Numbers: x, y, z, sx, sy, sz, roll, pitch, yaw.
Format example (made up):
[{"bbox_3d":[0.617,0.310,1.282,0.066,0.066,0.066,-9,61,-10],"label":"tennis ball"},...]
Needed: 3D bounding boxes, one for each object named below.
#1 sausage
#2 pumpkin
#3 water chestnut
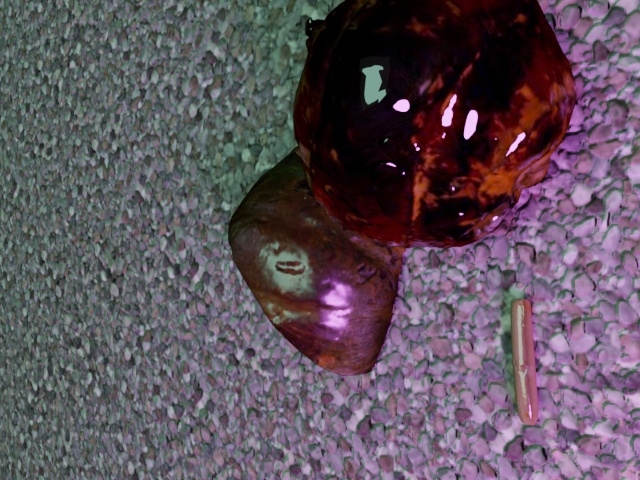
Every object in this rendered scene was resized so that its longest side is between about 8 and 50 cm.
[{"bbox_3d":[0.214,0.127,0.693,0.024,0.024,0.132,-6,85,40],"label":"sausage"},{"bbox_3d":[0.000,0.000,0.798,0.169,0.148,0.312,-44,67,35],"label":"pumpkin"},{"bbox_3d":[0.097,-0.134,0.658,0.289,0.289,0.244,-47,30,29],"label":"water chestnut"}]
